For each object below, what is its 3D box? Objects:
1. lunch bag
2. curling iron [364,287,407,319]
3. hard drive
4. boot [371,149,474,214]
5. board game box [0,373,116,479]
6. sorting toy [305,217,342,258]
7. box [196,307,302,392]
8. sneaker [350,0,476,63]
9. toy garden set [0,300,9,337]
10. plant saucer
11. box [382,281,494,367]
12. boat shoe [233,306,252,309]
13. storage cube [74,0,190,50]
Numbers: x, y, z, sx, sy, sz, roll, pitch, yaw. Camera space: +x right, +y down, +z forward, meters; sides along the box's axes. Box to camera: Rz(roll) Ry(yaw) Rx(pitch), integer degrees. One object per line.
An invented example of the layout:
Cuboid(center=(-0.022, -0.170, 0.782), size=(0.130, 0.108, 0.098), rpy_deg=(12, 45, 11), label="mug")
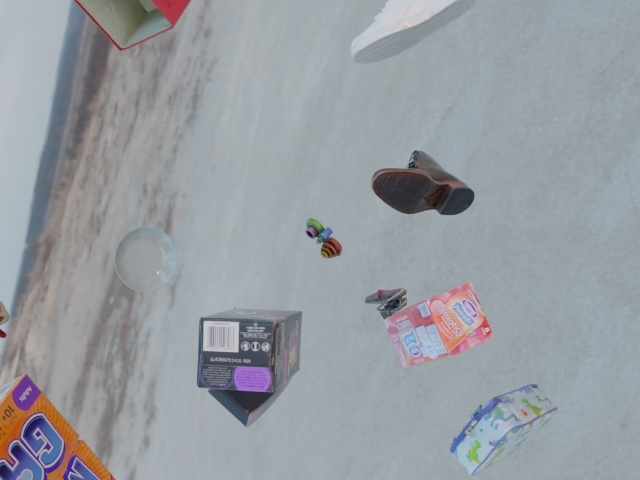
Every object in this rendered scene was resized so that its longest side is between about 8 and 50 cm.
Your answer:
Cuboid(center=(0.378, 0.392, 1.486), size=(0.090, 0.219, 0.176), rpy_deg=(49, 126, 30), label="lunch bag")
Cuboid(center=(0.125, 0.123, 1.484), size=(0.068, 0.035, 0.274), rpy_deg=(-37, 4, -8), label="curling iron")
Cuboid(center=(-0.192, 0.408, 2.098), size=(0.254, 0.172, 0.054), rpy_deg=(-42, -9, -47), label="hard drive")
Cuboid(center=(0.155, -0.104, 1.222), size=(0.082, 0.219, 0.106), rpy_deg=(-59, 41, 26), label="boot")
Cuboid(center=(-0.651, 0.546, 1.336), size=(0.356, 0.356, 0.356), rpy_deg=(-26, 19, 15), label="board game box")
Cuboid(center=(0.000, 0.000, 1.483), size=(0.042, 0.102, 0.061), rpy_deg=(-45, -6, -26), label="sorting toy")
Cuboid(center=(-0.143, 0.224, 1.523), size=(0.270, 0.165, 0.144), rpy_deg=(8, -96, -81), label="box")
Cuboid(center=(0.175, -0.522, 1.572), size=(0.169, 0.292, 0.108), rpy_deg=(65, -170, 14), label="sneaker")
Cuboid(center=(-0.547, 0.125, 1.038), size=(0.049, 0.203, 0.244), rpy_deg=(47, 154, 31), label="toy garden set")
Cuboid(center=(-0.520, 0.055, 2.115), size=(0.037, 0.194, 0.195), rpy_deg=(0, 78, 55), label="plant saucer")
Cuboid(center=(0.300, 0.228, 1.866), size=(0.154, 0.142, 0.300), rpy_deg=(68, 159, 9), label="box")
Cuboid(center=(-0.168, 0.195, 1.746), size=(0.045, 0.135, 0.050), rpy_deg=(0, 75, 22), label="boat shoe")
Cuboid(center=(-0.408, -0.574, 1.587), size=(0.215, 0.184, 0.193), rpy_deg=(-8, 47, 37), label="storage cube")
